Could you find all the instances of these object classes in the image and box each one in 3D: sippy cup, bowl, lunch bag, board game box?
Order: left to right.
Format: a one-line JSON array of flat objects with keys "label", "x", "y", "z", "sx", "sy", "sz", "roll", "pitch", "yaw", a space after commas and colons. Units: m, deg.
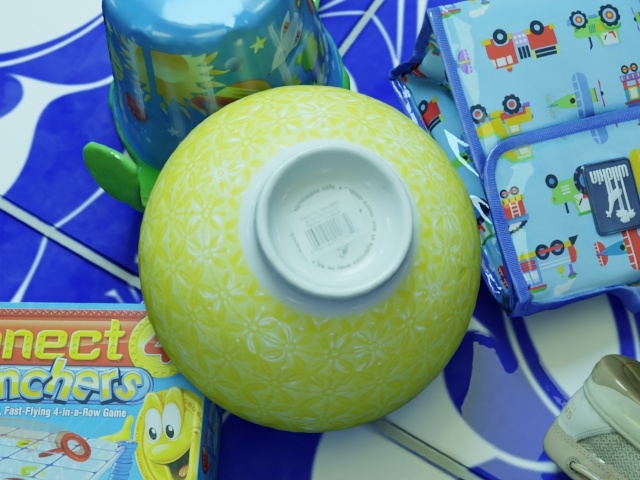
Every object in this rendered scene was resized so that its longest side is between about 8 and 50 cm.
[{"label": "board game box", "x": -0.242, "y": 0.205, "z": 1.016, "sx": 0.308, "sy": 0.086, "sz": 0.302, "roll": 0, "pitch": 64, "yaw": 5}, {"label": "sippy cup", "x": -0.097, "y": -0.186, "z": 1.121, "sx": 0.240, "sy": 0.224, "sz": 0.306, "roll": -7, "pitch": 64, "yaw": 2}, {"label": "bowl", "x": 0.000, "y": 0.000, "z": 0.955, "sx": 0.289, "sy": 0.156, "sz": 0.290, "roll": 1, "pitch": 78, "yaw": -7}, {"label": "lunch bag", "x": 0.222, "y": -0.070, "z": 1.090, "sx": 0.220, "sy": 0.138, "sz": 0.293, "roll": -15, "pitch": 74, "yaw": -17}]

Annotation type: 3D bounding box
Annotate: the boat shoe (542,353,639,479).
[{"label": "boat shoe", "x": 0.324, "y": 0.236, "z": 0.946, "sx": 0.341, "sy": 0.121, "sz": 0.110, "roll": 44, "pitch": 112, "yaw": 25}]
